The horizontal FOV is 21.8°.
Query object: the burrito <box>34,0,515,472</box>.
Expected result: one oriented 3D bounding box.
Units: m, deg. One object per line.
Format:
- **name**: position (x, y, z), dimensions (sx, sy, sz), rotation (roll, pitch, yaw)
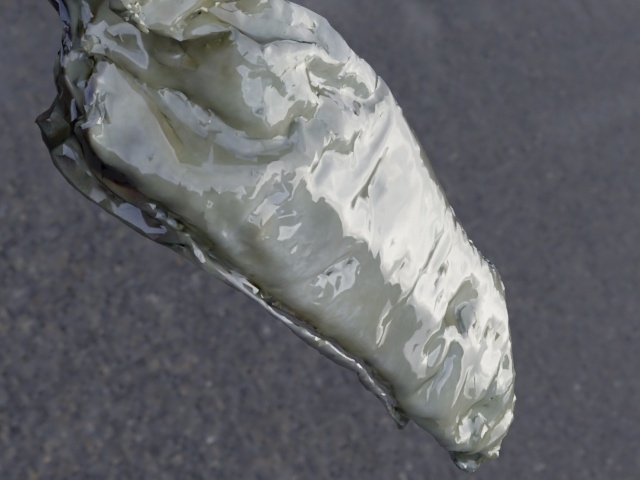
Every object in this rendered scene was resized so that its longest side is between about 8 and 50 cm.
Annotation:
- **burrito**: position (0.001, -0.002, 0.408), dimensions (0.063, 0.058, 0.229), rotation (-64, 150, -14)
